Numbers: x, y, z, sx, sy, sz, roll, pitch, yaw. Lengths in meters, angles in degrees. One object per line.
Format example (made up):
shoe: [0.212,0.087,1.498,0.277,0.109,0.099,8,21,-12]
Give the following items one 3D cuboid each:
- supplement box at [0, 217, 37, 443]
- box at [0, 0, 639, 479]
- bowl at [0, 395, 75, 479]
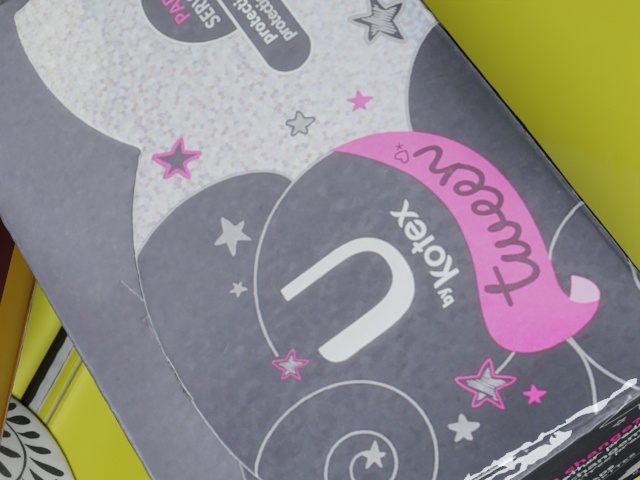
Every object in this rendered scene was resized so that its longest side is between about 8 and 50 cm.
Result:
supplement box: [-0.204,-0.035,0.479,0.129,0.194,0.191,-16,40,12]
box: [0.000,0.000,0.470,0.163,0.142,0.247,-36,68,5]
bowl: [-0.186,0.131,0.524,0.170,0.080,0.170,-5,74,17]
